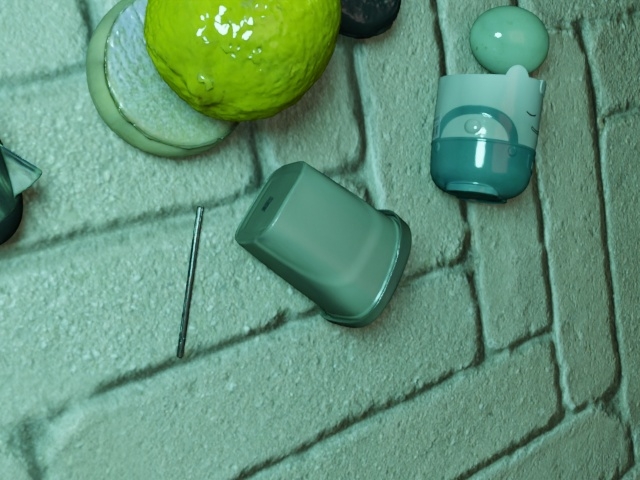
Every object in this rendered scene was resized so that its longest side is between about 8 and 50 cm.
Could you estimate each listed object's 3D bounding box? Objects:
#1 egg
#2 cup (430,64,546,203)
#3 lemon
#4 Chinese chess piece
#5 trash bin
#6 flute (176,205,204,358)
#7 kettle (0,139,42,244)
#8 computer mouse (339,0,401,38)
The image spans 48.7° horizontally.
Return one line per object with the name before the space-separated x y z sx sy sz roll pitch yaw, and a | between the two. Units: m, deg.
egg | 0.414 -0.436 1.554 0.192 0.149 0.149 13 85 -34
cup | 0.356 -0.214 1.507 0.290 0.219 0.257 11 87 -66
lemon | -0.106 -0.315 1.023 0.268 0.268 0.321 52 46 -24
Chinese chess piece | -0.240 -0.270 1.151 0.270 0.112 0.269 -1 92 -33
trash bin | 0.000 0.000 1.278 0.250 0.220 0.219 35 73 -22
flute | -0.228 0.073 1.237 0.014 0.014 0.269 9 87 -34
kettle | -0.521 -0.083 0.927 0.250 0.207 0.271 -53 126 -27
computer mouse | 0.009 -0.500 1.302 0.323 0.116 0.182 35 75 -23
